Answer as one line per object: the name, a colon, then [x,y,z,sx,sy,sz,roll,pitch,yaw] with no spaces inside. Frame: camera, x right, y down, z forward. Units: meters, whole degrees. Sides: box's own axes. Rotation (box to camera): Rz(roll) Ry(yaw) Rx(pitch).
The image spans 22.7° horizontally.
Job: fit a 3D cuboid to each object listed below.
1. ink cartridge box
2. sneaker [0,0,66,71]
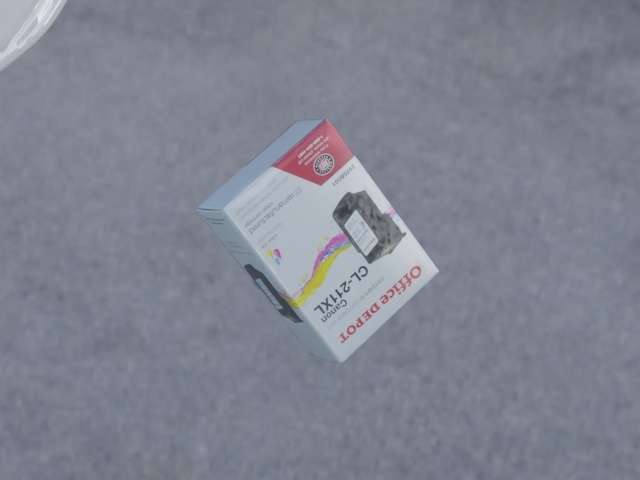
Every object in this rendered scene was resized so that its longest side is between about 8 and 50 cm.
ink cartridge box: [0.000,0.000,1.387,0.127,0.175,0.072,-43,17,-16]
sneaker: [-0.202,-0.235,0.964,0.114,0.305,0.152,11,-15,42]
